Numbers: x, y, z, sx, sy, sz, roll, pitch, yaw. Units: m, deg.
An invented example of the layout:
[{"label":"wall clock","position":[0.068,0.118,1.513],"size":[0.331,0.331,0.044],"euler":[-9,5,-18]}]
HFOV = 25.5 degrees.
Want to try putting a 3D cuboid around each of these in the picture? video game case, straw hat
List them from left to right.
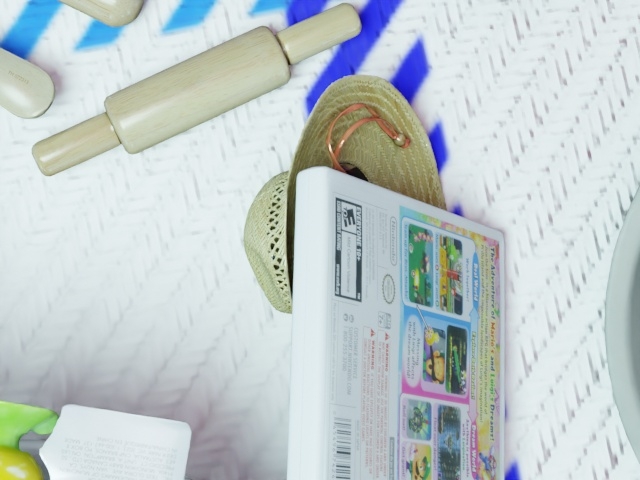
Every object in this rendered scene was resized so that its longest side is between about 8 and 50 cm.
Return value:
[{"label":"straw hat","position":[0.000,0.000,0.634],"size":[0.061,0.144,0.144],"euler":[-2,88,34]},{"label":"video game case","position":[0.036,0.060,0.600],"size":[0.019,0.143,0.157],"euler":[-8,75,36]}]

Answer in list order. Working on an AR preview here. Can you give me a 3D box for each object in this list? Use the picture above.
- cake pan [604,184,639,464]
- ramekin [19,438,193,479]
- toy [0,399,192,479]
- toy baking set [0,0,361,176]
[{"label":"cake pan","position":[0.271,0.041,0.598],"size":[0.293,0.054,0.293],"euler":[7,108,23]},{"label":"ramekin","position":[-0.117,0.212,0.588],"size":[0.273,0.127,0.272],"euler":[0,88,-5]},{"label":"toy","position":[-0.132,0.171,0.493],"size":[0.137,0.056,0.237],"euler":[11,81,-11]},{"label":"toy baking set","position":[-0.108,-0.132,0.650],"size":[0.256,0.030,0.196],"euler":[-30,88,-5]}]
